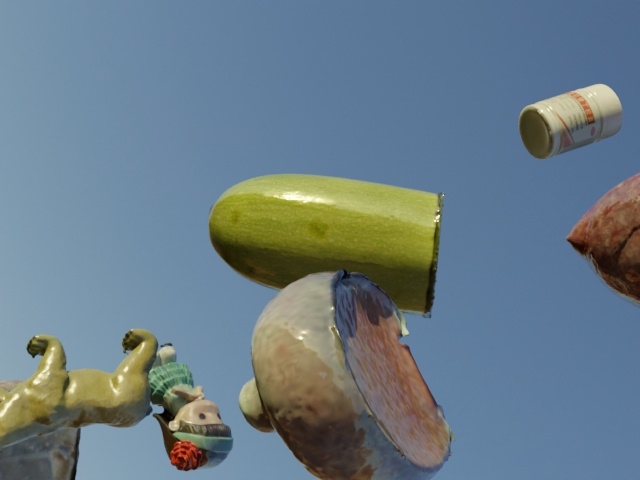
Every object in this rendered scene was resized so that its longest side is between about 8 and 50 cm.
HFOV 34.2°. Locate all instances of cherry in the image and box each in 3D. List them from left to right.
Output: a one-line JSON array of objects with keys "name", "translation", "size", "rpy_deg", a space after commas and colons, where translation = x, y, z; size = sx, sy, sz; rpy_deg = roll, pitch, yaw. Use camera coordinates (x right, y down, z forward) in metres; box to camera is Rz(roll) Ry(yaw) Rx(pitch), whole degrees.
[{"name": "cherry", "translation": [0.407, 0.004, 1.187], "size": [0.249, 0.175, 0.192], "rpy_deg": [5, -48, 18]}]

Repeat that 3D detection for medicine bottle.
[{"name": "medicine bottle", "translation": [0.246, -0.117, 1.028], "size": [0.057, 0.089, 0.057], "rpy_deg": [51, -29, 43]}]

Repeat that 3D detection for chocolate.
[{"name": "chocolate", "translation": [-0.462, 0.266, 1.335], "size": [0.100, 0.303, 0.185], "rpy_deg": [25, -70, 45]}]

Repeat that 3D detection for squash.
[{"name": "squash", "translation": [0.000, 0.000, 1.068], "size": [0.247, 0.132, 0.132], "rpy_deg": [7, -48, 7]}]

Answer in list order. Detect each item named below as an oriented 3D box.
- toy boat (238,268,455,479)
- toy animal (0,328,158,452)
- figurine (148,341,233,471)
[{"name": "toy boat", "translation": [0.013, 0.100, 0.691], "size": [0.155, 0.085, 0.227], "rpy_deg": [70, 15, 14]}, {"name": "toy animal", "translation": [-0.263, 0.163, 1.064], "size": [0.101, 0.218, 0.103], "rpy_deg": [58, -48, 37]}, {"name": "figurine", "translation": [-0.248, 0.294, 1.806], "size": [0.245, 0.138, 0.110], "rpy_deg": [54, -54, 29]}]
